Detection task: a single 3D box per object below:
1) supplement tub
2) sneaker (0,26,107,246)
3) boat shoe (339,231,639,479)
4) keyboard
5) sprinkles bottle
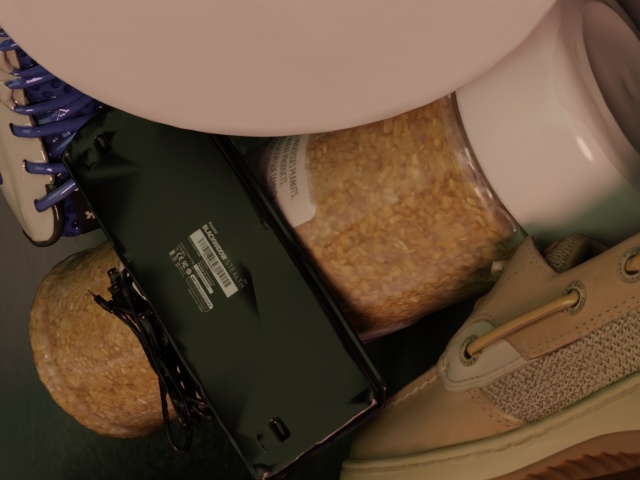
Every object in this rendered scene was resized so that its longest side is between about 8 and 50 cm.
[{"bbox_3d":[-0.023,-0.234,0.433,0.241,0.241,0.331,-26,53,35],"label":"supplement tub"},{"bbox_3d":[-0.148,-0.104,0.626,0.182,0.127,0.315,57,160,7],"label":"sneaker"},{"bbox_3d":[0.108,0.048,0.421,0.302,0.109,0.098,-34,52,54],"label":"boat shoe"},{"bbox_3d":[-0.053,0.019,0.504,0.100,0.038,0.192,-35,76,11],"label":"keyboard"},{"bbox_3d":[0.000,0.000,0.551,0.355,0.121,0.121,-26,75,36],"label":"sprinkles bottle"}]
